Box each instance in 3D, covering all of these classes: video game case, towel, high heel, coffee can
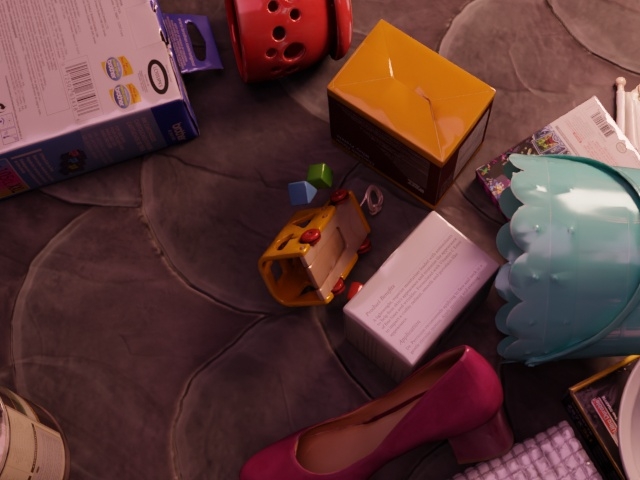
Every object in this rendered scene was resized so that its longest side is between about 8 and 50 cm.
[{"bbox_3d":[0.372,-0.061,1.553,0.210,0.042,0.232,-33,73,-2],"label":"video game case"},{"bbox_3d":[0.278,0.405,1.374,0.235,0.121,0.283,-29,71,-2],"label":"towel"},{"bbox_3d":[0.048,0.226,1.376,0.377,0.181,0.127,-17,37,12],"label":"high heel"},{"bbox_3d":[-0.450,0.273,1.369,0.202,0.275,0.201,-1,72,2],"label":"coffee can"}]

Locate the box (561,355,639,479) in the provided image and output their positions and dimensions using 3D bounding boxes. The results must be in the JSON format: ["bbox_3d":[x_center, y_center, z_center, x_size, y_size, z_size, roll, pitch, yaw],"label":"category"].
[{"bbox_3d":[0.513,0.283,1.423,0.257,0.079,0.322,-26,72,-7],"label":"box"}]

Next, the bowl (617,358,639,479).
[{"bbox_3d":[0.500,0.250,1.324,0.298,0.134,0.297,-1,71,3],"label":"bowl"}]

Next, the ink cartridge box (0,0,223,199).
[{"bbox_3d":[-0.350,-0.252,1.602,0.395,0.151,0.270,-18,72,-2],"label":"ink cartridge box"}]

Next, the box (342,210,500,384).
[{"bbox_3d":[0.132,0.084,1.451,0.119,0.182,0.181,40,79,13],"label":"box"}]

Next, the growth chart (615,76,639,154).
[{"bbox_3d":[0.545,-0.148,1.591,0.237,0.021,0.172,9,73,6],"label":"growth chart"}]

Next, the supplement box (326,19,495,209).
[{"bbox_3d":[0.124,-0.172,1.528,0.191,0.194,0.129,34,77,13],"label":"supplement box"}]

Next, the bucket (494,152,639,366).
[{"bbox_3d":[0.323,0.024,1.383,0.183,0.281,0.281,1,72,6],"label":"bucket"}]

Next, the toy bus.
[{"bbox_3d":[-0.007,0.002,1.522,0.104,0.202,0.191,-6,76,33],"label":"toy bus"}]

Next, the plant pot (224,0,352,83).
[{"bbox_3d":[-0.048,-0.336,1.599,0.174,0.191,0.191,-9,71,-7],"label":"plant pot"}]
